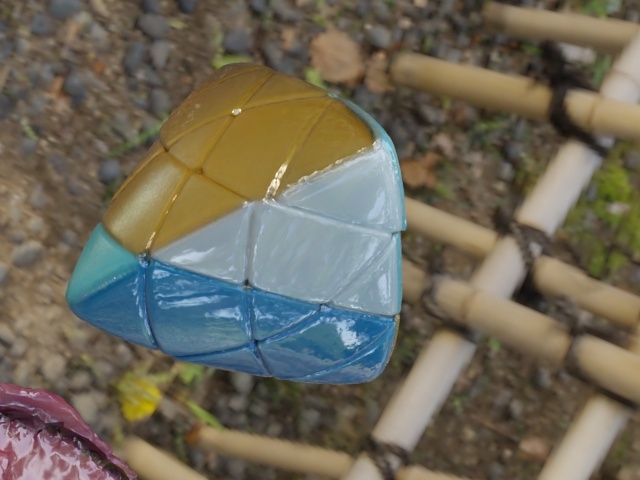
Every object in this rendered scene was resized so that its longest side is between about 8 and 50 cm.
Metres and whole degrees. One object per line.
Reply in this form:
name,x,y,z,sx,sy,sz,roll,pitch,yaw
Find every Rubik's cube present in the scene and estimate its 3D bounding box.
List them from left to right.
Rubik's cube,0.000,0.000,1.149,0.254,0.254,0.254,-15,115,-35

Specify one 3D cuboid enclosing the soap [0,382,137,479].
soap,-0.172,0.175,0.842,0.289,0.112,0.182,52,44,-37
